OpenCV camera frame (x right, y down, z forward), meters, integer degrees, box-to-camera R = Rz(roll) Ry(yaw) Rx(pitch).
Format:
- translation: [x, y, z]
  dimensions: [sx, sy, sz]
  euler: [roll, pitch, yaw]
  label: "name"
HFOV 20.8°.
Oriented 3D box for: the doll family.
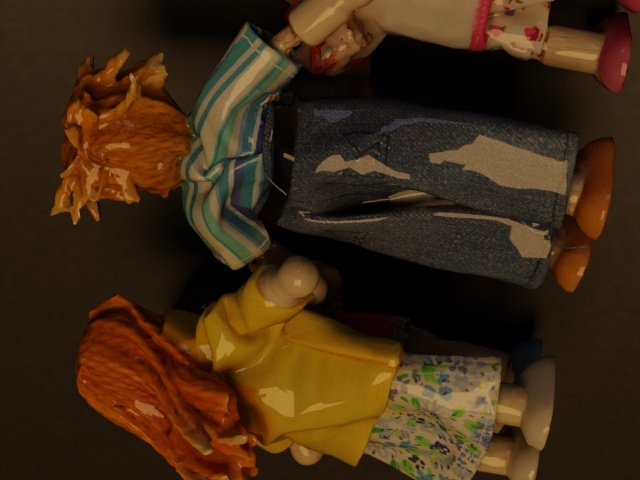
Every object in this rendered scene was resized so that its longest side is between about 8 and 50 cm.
- translation: [0.000, 0.000, 0.548]
  dimensions: [0.163, 0.118, 0.263]
  euler: [11, 126, 2]
  label: "doll family"
